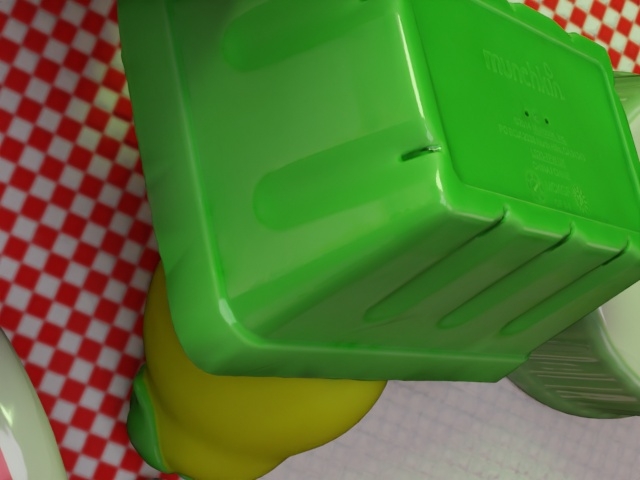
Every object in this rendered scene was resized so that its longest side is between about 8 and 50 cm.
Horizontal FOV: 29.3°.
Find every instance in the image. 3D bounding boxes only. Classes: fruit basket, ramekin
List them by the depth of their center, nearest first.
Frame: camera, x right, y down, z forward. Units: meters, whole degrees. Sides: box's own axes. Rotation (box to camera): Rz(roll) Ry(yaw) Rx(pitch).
[{"bbox_3d":[0.000,0.000,0.826,0.392,0.392,0.283,-4,72,-24],"label":"fruit basket"},{"bbox_3d":[0.279,0.004,1.003,0.303,0.148,0.303,0,90,-24],"label":"ramekin"}]

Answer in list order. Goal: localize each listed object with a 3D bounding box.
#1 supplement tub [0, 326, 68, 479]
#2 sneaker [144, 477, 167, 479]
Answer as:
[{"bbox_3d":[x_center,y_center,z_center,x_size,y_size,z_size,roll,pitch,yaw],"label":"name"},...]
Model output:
[{"bbox_3d":[-0.298,0.167,0.726,0.272,0.191,0.191,-21,99,-23],"label":"supplement tub"},{"bbox_3d":[-0.152,0.273,0.853,0.215,0.084,0.083,-50,117,-15],"label":"sneaker"}]
